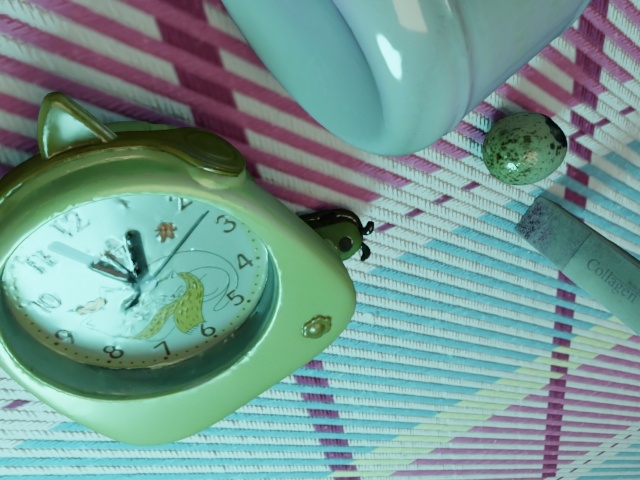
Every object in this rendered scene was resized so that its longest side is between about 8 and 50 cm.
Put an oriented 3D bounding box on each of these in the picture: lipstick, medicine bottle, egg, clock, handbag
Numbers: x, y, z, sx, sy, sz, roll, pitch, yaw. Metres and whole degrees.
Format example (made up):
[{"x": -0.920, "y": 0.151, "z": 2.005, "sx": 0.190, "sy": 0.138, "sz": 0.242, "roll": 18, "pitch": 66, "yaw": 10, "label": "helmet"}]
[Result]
[{"x": 0.374, "y": 0.055, "z": 0.752, "sx": 0.068, "sy": 0.317, "sz": 0.066, "roll": 15, "pitch": 115, "yaw": -37, "label": "lipstick"}, {"x": 0.090, "y": -0.234, "z": 0.426, "sx": 0.302, "sy": 0.241, "sz": 0.241, "roll": -41, "pitch": 134, "yaw": -9, "label": "medicine bottle"}, {"x": 0.240, "y": -0.107, "z": 0.713, "sx": 0.110, "sy": 0.085, "sz": 0.085, "roll": -11, "pitch": 128, "yaw": -23, "label": "egg"}, {"x": -0.154, "y": 0.027, "z": 0.548, "sx": 0.286, "sy": 0.117, "sz": 0.348, "roll": -34, "pitch": 130, "yaw": 8, "label": "clock"}, {"x": 0.000, "y": 0.000, "z": 0.681, "sx": 0.111, "sy": 0.047, "sz": 0.072, "roll": -5, "pitch": 114, "yaw": -19, "label": "handbag"}]
